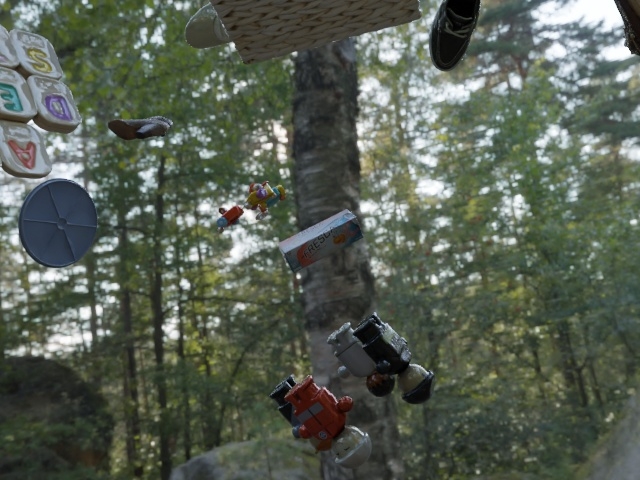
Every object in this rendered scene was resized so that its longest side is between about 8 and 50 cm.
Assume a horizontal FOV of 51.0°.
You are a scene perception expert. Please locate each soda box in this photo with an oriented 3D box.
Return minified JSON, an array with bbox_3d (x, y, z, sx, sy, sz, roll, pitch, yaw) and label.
[{"bbox_3d":[0.000,0.000,1.524,0.183,0.058,0.063,-27,27,-8],"label":"soda box"}]

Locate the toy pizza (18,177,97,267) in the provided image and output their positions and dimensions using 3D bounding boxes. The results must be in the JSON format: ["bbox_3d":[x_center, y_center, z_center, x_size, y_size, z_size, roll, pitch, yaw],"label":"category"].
[{"bbox_3d":[-0.584,-0.039,1.491,0.032,0.201,0.201,7,1,32],"label":"toy pizza"}]

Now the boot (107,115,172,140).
[{"bbox_3d":[-0.377,-0.243,1.425,0.119,0.042,0.087,21,37,22],"label":"boot"}]

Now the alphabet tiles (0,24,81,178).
[{"bbox_3d":[-0.391,-0.189,0.695,0.021,0.277,0.284,-35,-20,30],"label":"alphabet tiles"}]

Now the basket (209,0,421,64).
[{"bbox_3d":[-0.035,-0.494,1.041,0.332,0.328,0.266,-14,-30,5],"label":"basket"}]

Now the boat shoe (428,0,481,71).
[{"bbox_3d":[0.240,-0.396,1.188,0.078,0.070,0.219,11,-51,3],"label":"boat shoe"}]

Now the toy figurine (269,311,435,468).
[{"bbox_3d":[0.046,0.230,1.019,0.213,0.148,0.209,-42,1,-21],"label":"toy figurine"}]

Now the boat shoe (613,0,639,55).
[{"bbox_3d":[0.450,-0.273,0.912,0.073,0.206,0.073,-24,-10,-29],"label":"boat shoe"}]

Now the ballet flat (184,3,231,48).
[{"bbox_3d":[-0.149,-0.445,1.323,0.248,0.086,0.086,-34,-1,-20],"label":"ballet flat"}]

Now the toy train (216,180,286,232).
[{"bbox_3d":[-0.140,-0.073,1.327,0.125,0.046,0.166,-39,-8,25],"label":"toy train"}]
